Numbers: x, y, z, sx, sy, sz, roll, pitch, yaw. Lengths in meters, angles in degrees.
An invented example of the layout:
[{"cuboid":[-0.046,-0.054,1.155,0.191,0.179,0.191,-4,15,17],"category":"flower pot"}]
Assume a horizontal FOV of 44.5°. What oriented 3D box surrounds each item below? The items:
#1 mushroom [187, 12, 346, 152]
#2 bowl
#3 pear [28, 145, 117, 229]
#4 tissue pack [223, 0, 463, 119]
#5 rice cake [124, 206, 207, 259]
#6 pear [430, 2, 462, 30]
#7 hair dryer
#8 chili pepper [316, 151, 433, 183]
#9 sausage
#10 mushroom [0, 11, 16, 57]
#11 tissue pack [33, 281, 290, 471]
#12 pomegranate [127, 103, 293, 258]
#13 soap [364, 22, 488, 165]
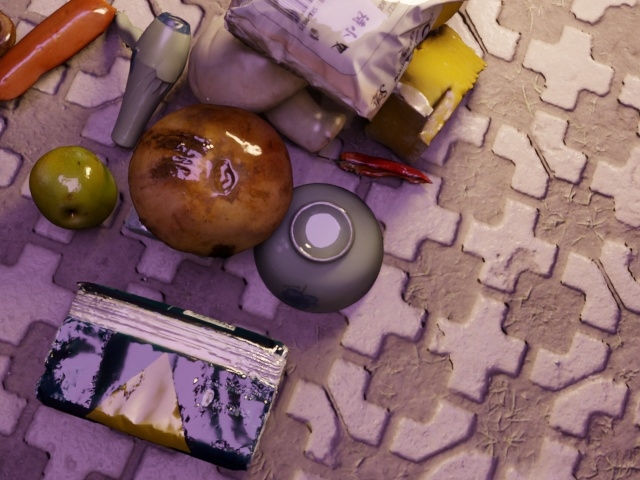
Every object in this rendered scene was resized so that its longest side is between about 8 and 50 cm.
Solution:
[{"cuboid":[-0.102,-0.371,1.640,0.356,0.315,0.315,30,76,15],"category":"mushroom"},{"cuboid":[0.000,0.000,1.637,0.289,0.146,0.289,1,77,-3],"category":"bowl"},{"cuboid":[-0.508,-0.126,1.627,0.166,0.180,0.216,-23,47,22],"category":"pear"},{"cuboid":[0.049,-0.453,1.421,0.390,0.195,0.375,37,91,-4],"category":"tissue pack"},{"cuboid":[-0.308,-0.022,1.664,0.206,0.063,0.069,18,70,-1],"category":"rice cake"},{"cuboid":[0.165,-0.613,1.681,0.362,0.362,0.418,21,40,1],"category":"pear"},{"cuboid":[-0.407,-0.353,1.708,0.119,0.298,0.296,11,98,-43],"category":"hair dryer"},{"cuboid":[0.120,-0.165,1.728,0.268,0.059,0.050,10,65,-4],"category":"chili pepper"},{"cuboid":[-0.601,-0.425,1.718,0.348,0.094,0.097,-43,38,-13],"category":"sausage"},{"cuboid":[-0.751,-0.465,1.732,0.135,0.080,0.170,-31,80,-23],"category":"mushroom"},{"cuboid":[-0.288,0.256,1.496,0.416,0.264,0.253,19,77,1],"category":"tissue pack"},{"cuboid":[-0.215,-0.115,1.539,0.322,0.322,0.322,1,77,-4],"category":"pomegranate"},{"cuboid":[0.251,-0.363,1.659,0.169,0.304,0.338,36,77,1],"category":"soap"}]
